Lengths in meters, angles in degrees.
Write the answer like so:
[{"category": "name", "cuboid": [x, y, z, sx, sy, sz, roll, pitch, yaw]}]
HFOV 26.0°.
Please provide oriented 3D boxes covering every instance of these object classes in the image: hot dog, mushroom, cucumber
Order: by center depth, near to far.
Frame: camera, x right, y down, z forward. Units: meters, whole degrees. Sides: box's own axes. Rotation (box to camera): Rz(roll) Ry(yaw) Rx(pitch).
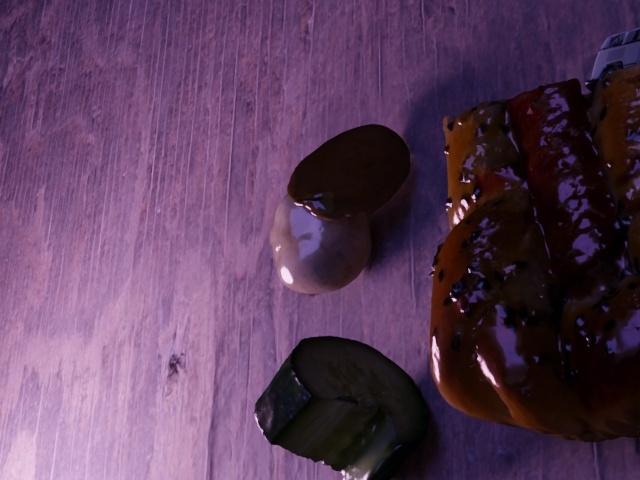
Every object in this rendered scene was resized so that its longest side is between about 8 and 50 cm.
[{"category": "hot dog", "cuboid": [0.265, 0.016, 1.387, 0.367, 0.196, 0.365, -11, 66, 40]}, {"category": "cucumber", "cuboid": [0.024, 0.204, 1.655, 0.130, 0.191, 0.191, -54, 34, 16]}, {"category": "mushroom", "cuboid": [0.000, 0.000, 1.878, 0.154, 0.122, 0.154, -4, 76, 16]}]

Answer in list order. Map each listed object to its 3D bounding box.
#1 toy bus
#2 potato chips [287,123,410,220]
[{"category": "toy bus", "cuboid": [0.383, -0.192, 1.475, 0.194, 0.087, 0.089, -10, 58, 51]}, {"category": "potato chips", "cuboid": [0.040, -0.100, 1.848, 0.150, 0.049, 0.202, 16, 47, 32]}]
